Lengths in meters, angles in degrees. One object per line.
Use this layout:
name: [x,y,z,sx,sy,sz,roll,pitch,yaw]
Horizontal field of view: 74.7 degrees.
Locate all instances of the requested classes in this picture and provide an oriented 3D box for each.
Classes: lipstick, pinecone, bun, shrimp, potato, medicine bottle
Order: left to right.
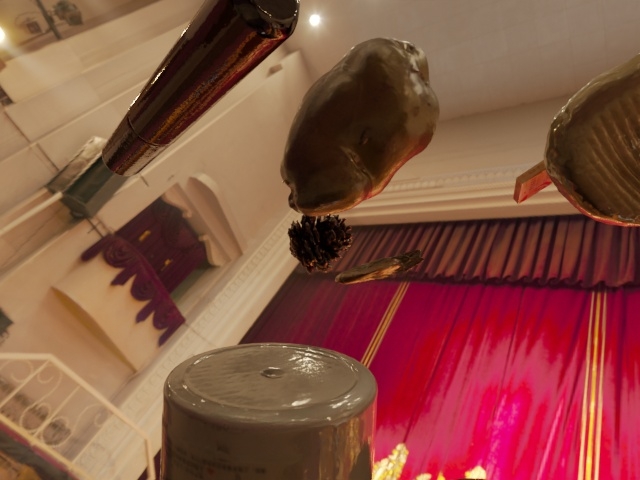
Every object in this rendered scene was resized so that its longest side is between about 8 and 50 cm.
lipstick: [-0.140,-0.130,0.397,0.356,0.057,0.057,-13,-59,51]
medicine bottle: [-0.058,0.258,0.472,0.237,0.237,0.232,3,-87,35]
pinecone: [0.000,0.000,1.058,0.173,0.174,0.174,21,-40,19]
potato: [0.062,-0.190,0.727,0.218,0.351,0.202,43,-6,-6]
shrimp: [0.069,0.034,0.490,0.108,0.059,0.023,-17,-96,5]
bun: [0.373,-0.120,0.481,0.222,0.128,0.223,6,-59,10]

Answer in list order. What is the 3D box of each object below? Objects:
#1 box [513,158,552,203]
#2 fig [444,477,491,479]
box: [0.309,-0.086,0.605,0.015,0.058,0.093,62,13,23]
fig: [0.217,0.517,0.543,0.343,0.343,0.344,21,-40,19]
